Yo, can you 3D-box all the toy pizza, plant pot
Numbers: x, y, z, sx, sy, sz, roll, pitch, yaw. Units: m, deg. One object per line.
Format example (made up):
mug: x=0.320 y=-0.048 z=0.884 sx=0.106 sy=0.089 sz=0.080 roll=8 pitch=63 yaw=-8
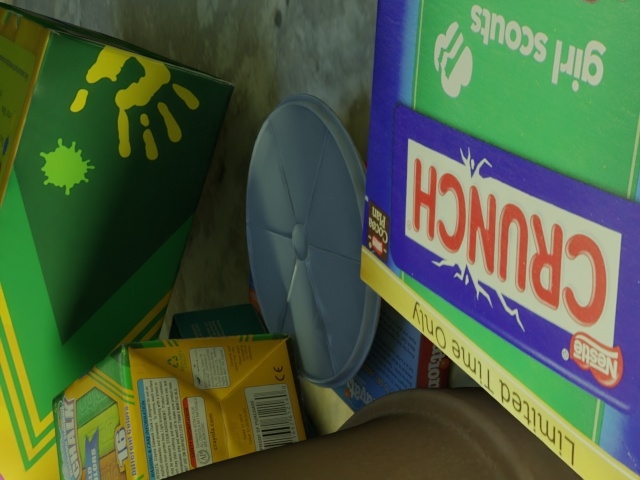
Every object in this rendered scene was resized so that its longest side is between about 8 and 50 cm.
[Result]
toy pizza: x=0.000 y=0.000 z=0.919 sx=0.201 sy=0.032 sz=0.201 roll=26 pitch=119 yaw=60
plant pot: x=0.003 y=0.208 z=0.727 sx=0.263 sy=0.229 sz=0.263 roll=-12 pitch=75 yaw=53

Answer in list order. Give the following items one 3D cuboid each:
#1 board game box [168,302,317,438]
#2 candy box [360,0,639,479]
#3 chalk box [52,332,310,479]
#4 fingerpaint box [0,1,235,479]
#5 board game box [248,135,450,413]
board game box: x=-0.078 y=0.262 z=1.171 sx=0.336 sy=0.079 sz=0.254 roll=107 pitch=146 yaw=-42
candy box: x=0.129 y=-0.082 z=0.564 sx=0.268 sy=0.122 sz=0.317 roll=-140 pitch=47 yaw=-57
chalk box: x=-0.112 y=0.159 z=0.971 sx=0.213 sy=0.132 sz=0.132 roll=-37 pitch=60 yaw=55
fingerpaint box: x=-0.255 y=-0.011 z=1.233 sx=0.445 sy=0.163 sz=0.371 roll=31 pitch=105 yaw=67
board game box: x=0.014 y=0.033 z=0.968 sx=0.281 sy=0.027 sz=0.145 roll=-139 pitch=49 yaw=-56
